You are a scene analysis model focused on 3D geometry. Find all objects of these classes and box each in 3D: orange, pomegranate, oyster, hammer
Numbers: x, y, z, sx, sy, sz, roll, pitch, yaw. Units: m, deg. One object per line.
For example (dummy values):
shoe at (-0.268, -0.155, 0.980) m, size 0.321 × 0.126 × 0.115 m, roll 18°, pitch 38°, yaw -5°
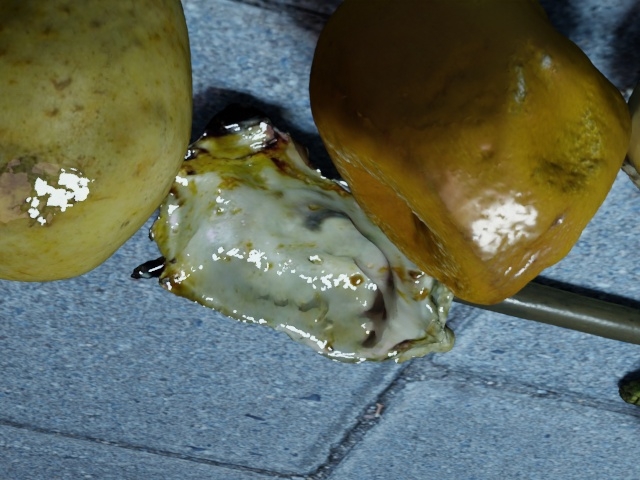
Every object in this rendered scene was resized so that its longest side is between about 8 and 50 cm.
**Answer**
orange at (0.104, -0.087, 0.810) m, size 0.249 × 0.183 × 0.249 m, roll 47°, pitch 172°, yaw 8°
pomegranate at (-0.198, -0.101, 0.773) m, size 0.261 × 0.260 × 0.260 m, roll 5°, pitch 149°, yaw 3°
oyster at (0.011, 0.003, 1.060) m, size 0.361 × 0.096 × 0.221 m, roll 23°, pitch 139°, yaw -24°
hammer at (0.335, 0.087, 1.183) m, size 0.440 × 0.044 × 0.168 m, roll 14°, pitch 146°, yaw -11°

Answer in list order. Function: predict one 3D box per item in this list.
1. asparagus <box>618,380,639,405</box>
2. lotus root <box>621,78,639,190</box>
asparagus at (0.374, 0.173, 1.279) m, size 0.036 × 0.030 × 0.165 m, roll 8°, pitch 175°, yaw -10°
lotus root at (0.320, -0.116, 0.769) m, size 0.146 × 0.130 × 0.303 m, roll 0°, pitch 158°, yaw -37°
